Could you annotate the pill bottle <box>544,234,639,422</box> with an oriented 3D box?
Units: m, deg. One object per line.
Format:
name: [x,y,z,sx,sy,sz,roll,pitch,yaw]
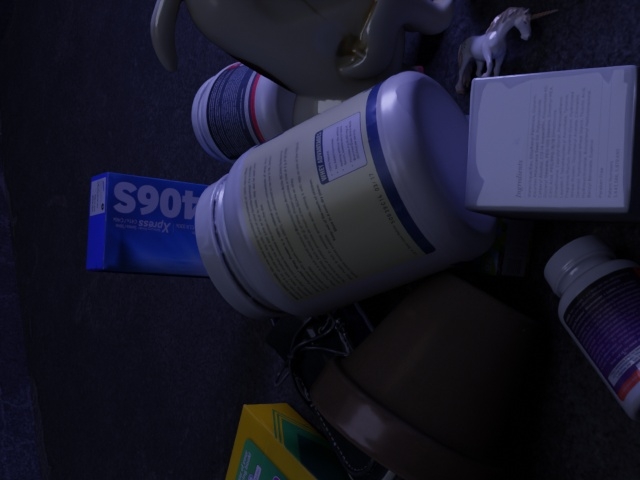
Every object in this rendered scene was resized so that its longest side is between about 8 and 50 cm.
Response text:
pill bottle: [0.327,0.089,0.930,0.108,0.108,0.193,-57,44,33]

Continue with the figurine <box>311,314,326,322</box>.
figurine: [0.000,0.000,1.296,0.209,0.215,0.092,41,154,23]

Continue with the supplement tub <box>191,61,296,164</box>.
supplement tub: [-0.087,-0.221,1.479,0.272,0.191,0.191,4,89,54]

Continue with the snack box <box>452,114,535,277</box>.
snack box: [0.206,-0.063,1.152,0.174,0.070,0.207,10,95,53]

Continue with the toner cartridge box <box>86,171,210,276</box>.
toner cartridge box: [-0.231,-0.017,1.519,0.075,0.348,0.165,-4,83,54]

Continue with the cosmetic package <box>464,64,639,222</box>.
cosmetic package: [0.276,-0.099,0.952,0.184,0.151,0.151,3,88,35]

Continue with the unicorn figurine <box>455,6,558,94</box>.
unicorn figurine: [0.230,-0.253,1.153,0.162,0.060,0.111,11,95,54]

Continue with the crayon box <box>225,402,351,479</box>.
crayon box: [-0.057,0.503,1.417,0.313,0.106,0.362,32,111,53]

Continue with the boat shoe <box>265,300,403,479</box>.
boat shoe: [-0.001,0.159,1.343,0.187,0.156,0.500,-47,51,38]

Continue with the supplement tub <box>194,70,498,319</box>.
supplement tub: [0.029,-0.042,1.069,0.325,0.235,0.235,-23,66,29]

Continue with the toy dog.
toy dog: [0.007,-0.268,1.212,0.408,0.395,0.284,57,171,-20]

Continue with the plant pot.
plant pot: [0.152,0.163,1.079,0.263,0.263,0.229,34,96,51]
